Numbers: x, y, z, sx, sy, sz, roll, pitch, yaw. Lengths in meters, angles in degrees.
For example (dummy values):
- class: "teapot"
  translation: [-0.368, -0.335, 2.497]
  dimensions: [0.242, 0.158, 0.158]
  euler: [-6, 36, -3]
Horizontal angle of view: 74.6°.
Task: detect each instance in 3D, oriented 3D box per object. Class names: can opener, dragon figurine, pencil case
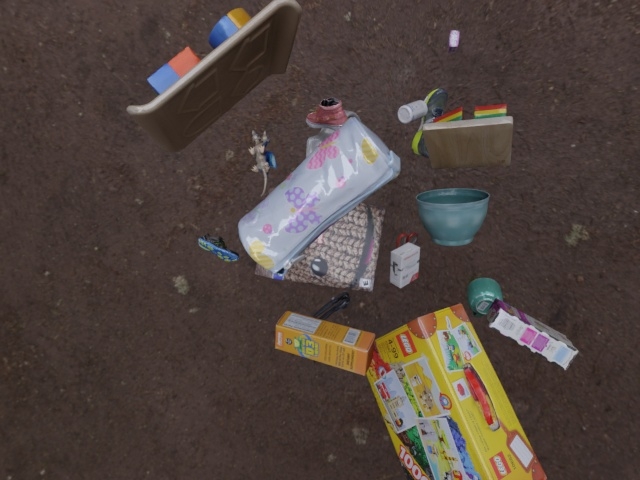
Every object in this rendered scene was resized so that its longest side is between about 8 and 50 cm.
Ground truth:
- class: "can opener"
  translation: [0.041, 0.255, 1.601]
  dimensions: [0.186, 0.073, 0.059]
  euler: [-35, 73, 32]
- class: "dragon figurine"
  translation: [-0.248, -0.347, 1.850]
  dimensions: [0.085, 0.144, 0.290]
  euler: [-12, 100, 13]
- class: "pencil case"
  translation: [-0.007, -0.065, 0.661]
  dimensions: [0.273, 0.124, 0.113]
  euler: [-42, 131, 15]

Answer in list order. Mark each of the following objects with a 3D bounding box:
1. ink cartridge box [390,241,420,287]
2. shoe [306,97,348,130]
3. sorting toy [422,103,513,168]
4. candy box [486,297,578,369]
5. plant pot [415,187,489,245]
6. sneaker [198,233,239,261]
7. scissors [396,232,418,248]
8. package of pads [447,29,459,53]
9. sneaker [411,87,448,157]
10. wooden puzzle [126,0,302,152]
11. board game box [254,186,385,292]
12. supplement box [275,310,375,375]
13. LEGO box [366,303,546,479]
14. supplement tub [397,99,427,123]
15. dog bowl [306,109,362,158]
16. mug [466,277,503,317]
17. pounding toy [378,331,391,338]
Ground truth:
- class: "ink cartridge box"
  translation: [0.304, 0.088, 1.518]
  dimensions: [0.056, 0.099, 0.136]
  euler: [31, 134, 44]
- class: "shoe"
  translation: [0.011, -0.377, 1.237]
  dimensions: [0.063, 0.177, 0.081]
  euler: [-41, 130, -21]
- class: "sorting toy"
  translation: [0.477, -0.335, 1.356]
  dimensions: [0.255, 0.257, 0.090]
  euler: [1, 72, 23]
- class: "candy box"
  translation: [0.627, 0.275, 1.267]
  dimensions: [0.233, 0.159, 0.071]
  euler: [29, 102, 15]
- class: "plant pot"
  translation: [0.551, -0.093, 1.764]
  dimensions: [0.292, 0.293, 0.197]
  euler: [-2, 108, 12]
- class: "sneaker"
  translation: [-0.410, 0.024, 1.720]
  dimensions: [0.188, 0.078, 0.067]
  euler: [27, 142, 14]
- class: "scissors"
  translation: [0.399, 0.078, 1.983]
  dimensions: [0.108, 0.021, 0.298]
  euler: [-17, 132, -17]
- class: "package of pads"
  translation: [0.435, -0.649, 1.376]
  dimensions: [0.031, 0.083, 0.050]
  euler: [8, 101, 12]
- class: "sneaker"
  translation: [0.485, -0.486, 1.776]
  dimensions: [0.110, 0.121, 0.300]
  euler: [-8, 126, -21]
- class: "wooden puzzle"
  translation: [-0.212, -0.325, 0.842]
  dimensions: [0.347, 0.322, 0.081]
  euler: [-39, 97, -8]
- class: "board game box"
  translation: [0.000, 0.000, 1.111]
  dimensions: [0.290, 0.141, 0.233]
  euler: [10, 86, -26]
- class: "supplement box"
  translation: [0.008, 0.243, 1.009]
  dimensions: [0.233, 0.080, 0.078]
  euler: [12, 116, 20]
- class: "LEGO box"
  translation: [0.361, 0.501, 1.279]
  dimensions: [0.372, 0.192, 0.501]
  euler: [-48, 58, 53]
- class: "supplement tub"
  translation: [0.360, -0.504, 1.646]
  dimensions: [0.071, 0.107, 0.071]
  euler: [32, 136, 38]
- class: "dog bowl"
  translation: [0.069, -0.299, 1.497]
  dimensions: [0.102, 0.348, 0.350]
  euler: [6, 107, 23]
- class: "mug"
  translation: [0.634, 0.233, 1.613]
  dimensions: [0.129, 0.097, 0.158]
  euler: [-16, 117, 23]
- class: "pounding toy"
  translation: [0.323, 0.405, 1.704]
  dimensions: [0.206, 0.180, 0.094]
  euler: [-22, 81, 55]
